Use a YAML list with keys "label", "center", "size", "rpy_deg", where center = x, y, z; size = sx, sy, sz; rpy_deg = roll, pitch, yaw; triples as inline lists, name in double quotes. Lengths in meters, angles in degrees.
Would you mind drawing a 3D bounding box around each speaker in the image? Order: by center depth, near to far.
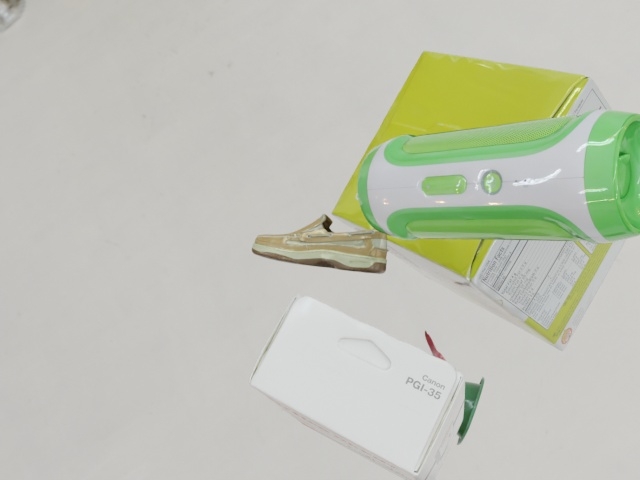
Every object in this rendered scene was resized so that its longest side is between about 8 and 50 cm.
- label: "speaker"
  center: [0.181, -0.060, 0.685]
  size: [0.296, 0.131, 0.131]
  rpy_deg: [1, 65, 47]

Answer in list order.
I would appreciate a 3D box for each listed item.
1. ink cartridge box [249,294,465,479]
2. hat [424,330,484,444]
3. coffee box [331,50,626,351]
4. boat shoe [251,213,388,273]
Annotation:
- label: "ink cartridge box"
  center: [0.056, 0.194, 0.794]
  size: [0.207, 0.283, 0.117]
  rpy_deg: [24, 73, 20]
- label: "hat"
  center: [0.299, 0.384, 1.660]
  size: [0.183, 0.173, 0.208]
  rpy_deg: [22, 36, 13]
- label: "coffee box"
  center: [0.292, -0.074, 1.121]
  size: [0.337, 0.334, 0.338]
  rpy_deg: [29, 88, 49]
- label: "boat shoe"
  center: [0.000, 0.000, 0.890]
  size: [0.190, 0.068, 0.072]
  rpy_deg: [6, 88, 15]
